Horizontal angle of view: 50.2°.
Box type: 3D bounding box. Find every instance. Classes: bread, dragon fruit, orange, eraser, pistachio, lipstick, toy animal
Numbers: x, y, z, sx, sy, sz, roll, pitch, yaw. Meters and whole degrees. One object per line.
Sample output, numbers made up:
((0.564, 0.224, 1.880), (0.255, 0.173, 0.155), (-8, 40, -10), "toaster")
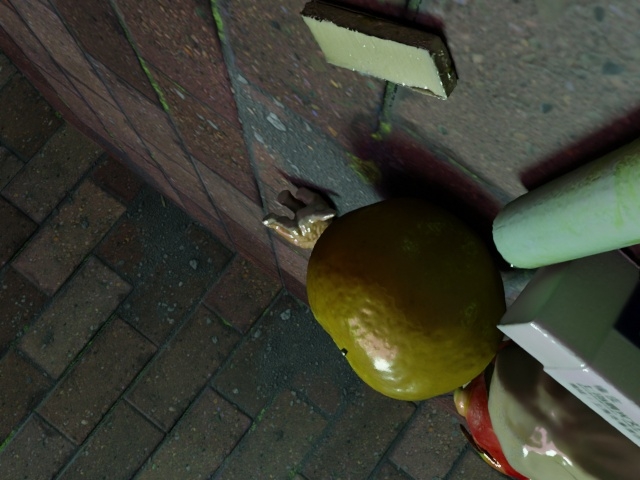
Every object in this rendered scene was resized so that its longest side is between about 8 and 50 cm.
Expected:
((0.051, -0.173, 0.614), (0.153, 0.028, 0.068), (29, 166, 36), "bread")
((0.320, 0.255, 1.060), (0.224, 0.224, 0.227), (43, -178, -27), "dragon fruit")
((0.113, 0.071, 0.903), (0.279, 0.235, 0.279), (50, 168, 15), "orange")
((0.329, 0.125, 0.685), (0.287, 0.130, 0.086), (40, 167, -5), "eraser")
((0.353, 0.227, 0.858), (0.331, 0.208, 0.226), (22, -154, -20), "pistachio")
((0.222, -0.027, 0.544), (0.076, 0.076, 0.304), (38, 170, 0), "lipstick")
((0.014, -0.005, 1.260), (0.184, 0.104, 0.185), (12, 148, 52), "toy animal")

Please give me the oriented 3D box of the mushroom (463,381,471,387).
((0.242, 0.180, 1.220), (0.166, 0.127, 0.166), (57, 166, 22), "mushroom")
